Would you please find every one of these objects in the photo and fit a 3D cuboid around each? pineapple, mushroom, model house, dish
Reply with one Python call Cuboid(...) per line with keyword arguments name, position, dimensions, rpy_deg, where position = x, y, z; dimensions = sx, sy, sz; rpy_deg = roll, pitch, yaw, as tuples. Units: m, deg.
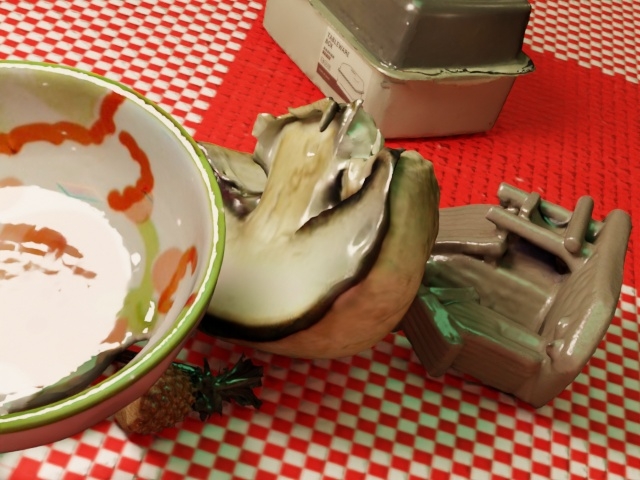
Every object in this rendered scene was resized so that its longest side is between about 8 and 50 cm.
Cuboid(name="pineapple", position=(-0.089, 0.112, 1.070), dimensions=(0.124, 0.058, 0.058), rpy_deg=(0, 35, -34))
Cuboid(name="mushroom", position=(0.001, 0.007, 1.149), dimensions=(0.267, 0.189, 0.164), rpy_deg=(-10, -23, 44))
Cuboid(name="model house", position=(0.151, 0.035, 1.244), dimensions=(0.188, 0.122, 0.229), rpy_deg=(20, 34, 8))
Cuboid(name="dish", position=(-0.227, 0.028, 1.034), dimensions=(0.324, 0.124, 0.324), rpy_deg=(2, 51, -2))

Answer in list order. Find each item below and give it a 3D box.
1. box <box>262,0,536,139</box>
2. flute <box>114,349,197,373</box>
Cuboid(name="box", position=(0.080, -0.244, 1.600), dimensions=(0.220, 0.166, 0.290), rpy_deg=(-5, 39, -34))
Cuboid(name="flute", position=(-0.222, 0.068, 1.106), dimensions=(0.269, 0.014, 0.014), rpy_deg=(14, 31, -5))
